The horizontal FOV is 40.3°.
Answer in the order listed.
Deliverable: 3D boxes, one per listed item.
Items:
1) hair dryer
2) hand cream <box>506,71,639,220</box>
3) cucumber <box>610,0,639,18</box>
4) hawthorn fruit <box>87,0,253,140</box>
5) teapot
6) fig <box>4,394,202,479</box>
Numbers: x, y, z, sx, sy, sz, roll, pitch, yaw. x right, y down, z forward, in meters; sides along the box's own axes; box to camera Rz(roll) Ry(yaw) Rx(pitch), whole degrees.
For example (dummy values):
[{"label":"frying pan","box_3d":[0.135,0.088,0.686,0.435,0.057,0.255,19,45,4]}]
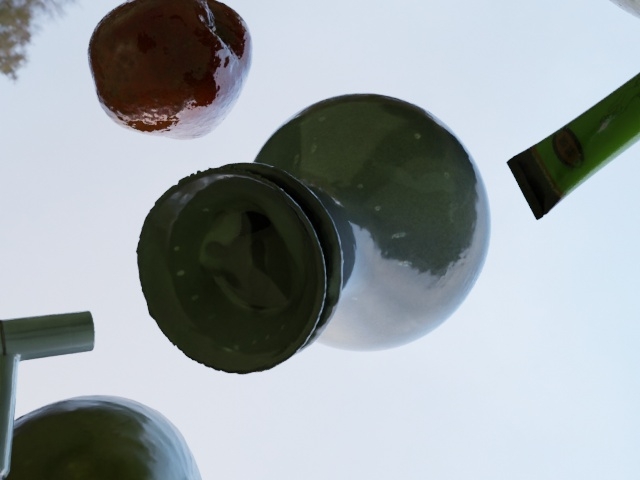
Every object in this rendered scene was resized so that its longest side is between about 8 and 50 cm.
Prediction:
[{"label":"hair dryer","box_3d":[-0.272,0.157,0.788,0.155,0.044,0.183,-7,-111,-24]},{"label":"hand cream","box_3d":[0.137,-0.056,0.387,0.122,0.023,0.036,-39,-125,30]},{"label":"cucumber","box_3d":[0.344,-0.192,0.681,0.145,0.105,0.325,-21,-150,-38]},{"label":"hawthorn fruit","box_3d":[-0.109,-0.134,0.661,0.128,0.128,0.128,-9,-123,15]},{"label":"teapot","box_3d":[0.000,0.000,0.544,0.184,0.251,0.183,4,-79,21]},{"label":"fig","box_3d":[-0.277,0.319,0.945,0.316,0.316,0.316,-9,-123,15]}]
